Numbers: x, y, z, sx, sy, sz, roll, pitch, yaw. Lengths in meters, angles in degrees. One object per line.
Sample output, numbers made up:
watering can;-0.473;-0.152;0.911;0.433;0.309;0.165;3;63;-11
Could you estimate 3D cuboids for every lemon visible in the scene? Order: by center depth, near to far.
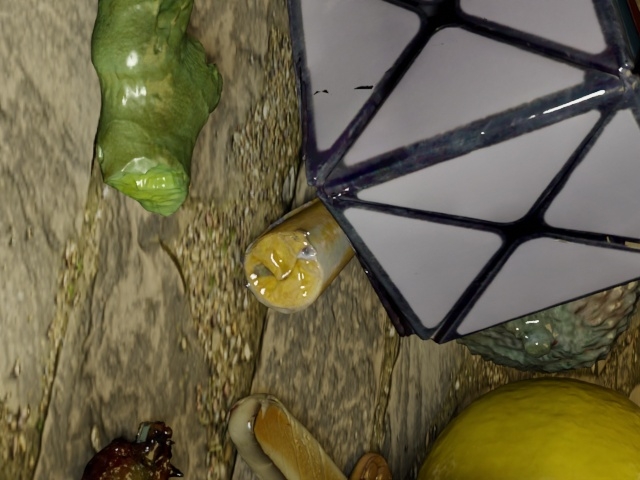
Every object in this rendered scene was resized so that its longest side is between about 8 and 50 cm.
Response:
lemon;0.259;0.312;1.830;0.348;0.348;0.347;-12;103;-61

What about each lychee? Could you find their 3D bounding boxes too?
lychee;0.232;0.019;1.824;0.274;0.255;0.255;-78;155;-48

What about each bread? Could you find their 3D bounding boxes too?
bread;-0.033;0.211;1.552;0.214;0.053;0.073;54;44;-46
bread;0.049;0.278;1.741;0.110;0.024;0.110;-6;97;-62

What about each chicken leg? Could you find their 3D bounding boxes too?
chicken leg;-0.184;0.213;1.274;0.253;0.051;0.105;-16;101;-60

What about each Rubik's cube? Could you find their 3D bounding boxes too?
Rubik's cube;0.160;-0.124;1.548;0.307;0.310;0.305;54;22;-49

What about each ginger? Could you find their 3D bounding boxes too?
ginger;-0.125;-0.164;1.310;0.137;0.089;0.289;-2;91;-44

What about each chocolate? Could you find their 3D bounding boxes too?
chocolate;0.000;0.000;1.574;0.219;0.086;0.085;-40;127;-64
